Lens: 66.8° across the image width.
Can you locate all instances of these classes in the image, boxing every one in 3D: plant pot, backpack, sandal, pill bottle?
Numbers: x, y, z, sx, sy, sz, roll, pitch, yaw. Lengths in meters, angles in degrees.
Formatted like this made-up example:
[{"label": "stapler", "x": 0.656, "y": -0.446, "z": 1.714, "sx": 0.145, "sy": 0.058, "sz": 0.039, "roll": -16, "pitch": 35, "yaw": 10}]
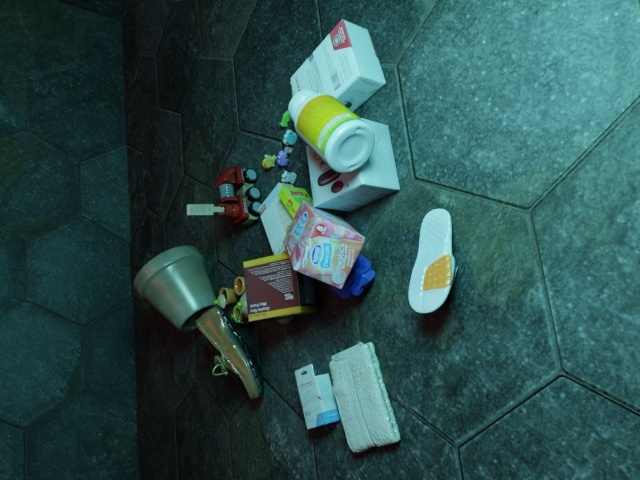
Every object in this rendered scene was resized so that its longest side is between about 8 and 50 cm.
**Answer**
[{"label": "plant pot", "x": -0.591, "y": 0.228, "z": 2.098, "sx": 0.280, "sy": 0.323, "sz": 0.323, "roll": 49, "pitch": 126, "yaw": 20}, {"label": "backpack", "x": 0.088, "y": 0.113, "z": 1.388, "sx": 0.101, "sy": 0.098, "sz": 0.120, "roll": 44, "pitch": 122, "yaw": 20}, {"label": "sandal", "x": 0.286, "y": 0.054, "z": 1.174, "sx": 0.102, "sy": 0.076, "sz": 0.265, "roll": -1, "pitch": 66, "yaw": 37}, {"label": "pill bottle", "x": 0.017, "y": -0.288, "z": 1.228, "sx": 0.246, "sy": 0.136, "sz": 0.136, "roll": 51, "pitch": 125, "yaw": 39}]

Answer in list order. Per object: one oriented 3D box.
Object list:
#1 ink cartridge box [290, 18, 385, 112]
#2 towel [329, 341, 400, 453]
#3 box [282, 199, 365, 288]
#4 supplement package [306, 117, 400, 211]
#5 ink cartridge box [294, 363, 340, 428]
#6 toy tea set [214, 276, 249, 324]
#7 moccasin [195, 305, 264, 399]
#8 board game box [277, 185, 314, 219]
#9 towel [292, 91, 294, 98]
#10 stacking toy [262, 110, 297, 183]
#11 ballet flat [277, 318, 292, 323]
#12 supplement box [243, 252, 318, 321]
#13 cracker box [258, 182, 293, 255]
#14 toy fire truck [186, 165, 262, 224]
[{"label": "ink cartridge box", "x": 0.043, "y": -0.481, "z": 1.460, "sx": 0.273, "sy": 0.114, "sz": 0.197, "roll": -32, "pitch": 65, "yaw": 45}, {"label": "towel", "x": 0.116, "y": 0.442, "z": 1.374, "sx": 0.187, "sy": 0.049, "sz": 0.282, "roll": -39, "pitch": 59, "yaw": 44}, {"label": "box", "x": 0.000, "y": 0.000, "z": 1.356, "sx": 0.154, "sy": 0.142, "sz": 0.300, "roll": -64, "pitch": 15, "yaw": 9}, {"label": "supplement package", "x": 0.086, "y": -0.206, "z": 1.364, "sx": 0.203, "sy": 0.149, "sz": 0.194, "roll": -22, "pitch": 71, "yaw": 47}, {"label": "ink cartridge box", "x": -0.012, "y": 0.484, "z": 1.519, "sx": 0.104, "sy": 0.061, "sz": 0.181, "roll": -36, "pitch": 62, "yaw": 44}, {"label": "toy tea set", "x": -0.315, "y": 0.222, "z": 1.859, "sx": 0.336, "sy": 0.124, "sz": 0.200, "roll": -34, "pitch": 62, "yaw": 45}, {"label": "moccasin", "x": -0.341, "y": 0.428, "z": 1.806, "sx": 0.147, "sy": 0.139, "sz": 0.380, "roll": -36, "pitch": 80, "yaw": -4}, {"label": "board game box", "x": -0.058, "y": -0.105, "z": 1.583, "sx": 0.181, "sy": 0.092, "sz": 0.043, "roll": 55, "pitch": 129, "yaw": 37}, {"label": "towel", "x": -0.073, "y": -0.517, "z": 1.690, "sx": 0.083, "sy": 0.009, "sz": 0.060, "roll": -4, "pitch": 86, "yaw": 52}, {"label": "stacking toy", "x": -0.122, "y": -0.327, "z": 1.708, "sx": 0.167, "sy": 0.052, "sz": 0.221, "roll": 43, "pitch": 120, "yaw": 43}, {"label": "ballet flat", "x": -0.142, "y": 0.165, "z": 1.688, "sx": 0.086, "sy": 0.086, "sz": 0.248, "roll": -41, "pitch": 64, "yaw": 42}, {"label": "supplement box", "x": -0.129, "y": 0.153, "z": 1.573, "sx": 0.191, "sy": 0.129, "sz": 0.194, "roll": -13, "pitch": 76, "yaw": 22}, {"label": "cracker box", "x": -0.124, "y": -0.062, "z": 1.684, "sx": 0.156, "sy": 0.067, "sz": 0.232, "roll": -45, "pitch": 56, "yaw": 39}, {"label": "toy fire truck", "x": -0.371, "y": -0.166, "z": 1.852, "sx": 0.158, "sy": 0.246, "sz": 0.217, "roll": -31, "pitch": 65, "yaw": 46}]
